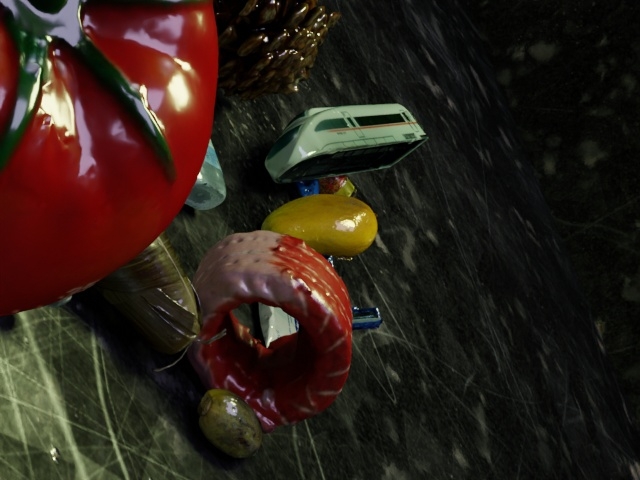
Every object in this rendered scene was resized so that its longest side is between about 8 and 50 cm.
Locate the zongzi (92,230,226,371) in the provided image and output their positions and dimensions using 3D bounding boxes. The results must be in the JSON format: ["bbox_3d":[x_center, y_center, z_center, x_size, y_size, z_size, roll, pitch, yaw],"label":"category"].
[{"bbox_3d":[-0.187,0.039,1.326,0.187,0.084,0.184,63,21,-1],"label":"zongzi"}]

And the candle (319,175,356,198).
[{"bbox_3d":[-0.002,-0.105,2.079,0.131,0.052,0.052,51,20,-24],"label":"candle"}]

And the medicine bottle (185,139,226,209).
[{"bbox_3d":[-0.170,-0.135,1.671,0.090,0.053,0.208,28,36,-56],"label":"medicine bottle"}]

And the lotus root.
[{"bbox_3d":[-0.086,0.186,1.427,0.099,0.049,0.054,53,17,-41],"label":"lotus root"}]

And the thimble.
[{"bbox_3d":[-0.052,0.088,1.479,0.189,0.163,0.125,61,14,-24],"label":"thimble"}]

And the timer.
[{"bbox_3d":[-0.257,-0.130,1.002,0.378,0.279,0.378,20,59,-38],"label":"timer"}]

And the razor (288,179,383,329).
[{"bbox_3d":[-0.001,0.009,1.922,0.056,0.093,0.324,99,-18,-44],"label":"razor"}]

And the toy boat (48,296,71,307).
[{"bbox_3d":[-0.293,-0.045,1.183,0.260,0.078,0.085,54,43,-16],"label":"toy boat"}]

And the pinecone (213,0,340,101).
[{"bbox_3d":[-0.091,-0.284,1.852,0.201,0.202,0.229,27,-16,-3],"label":"pinecone"}]

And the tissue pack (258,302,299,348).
[{"bbox_3d":[-0.040,0.098,1.711,0.122,0.026,0.193,46,24,-40],"label":"tissue pack"}]

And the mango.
[{"bbox_3d":[0.001,-0.021,1.852,0.187,0.066,0.101,-5,38,-33],"label":"mango"}]

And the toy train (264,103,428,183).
[{"bbox_3d":[0.025,-0.144,2.005,0.088,0.086,0.407,59,26,9],"label":"toy train"}]
